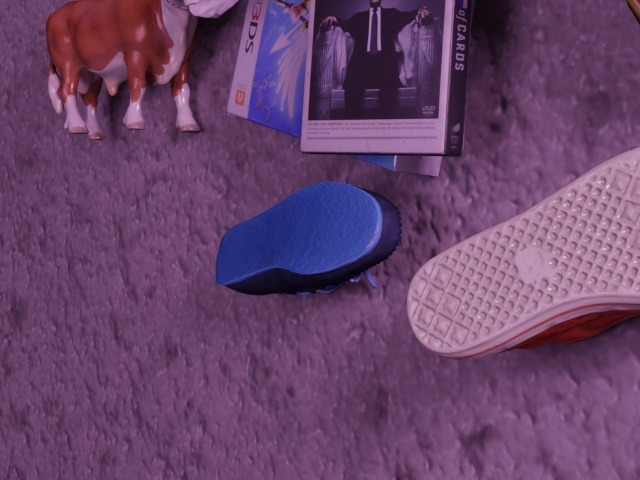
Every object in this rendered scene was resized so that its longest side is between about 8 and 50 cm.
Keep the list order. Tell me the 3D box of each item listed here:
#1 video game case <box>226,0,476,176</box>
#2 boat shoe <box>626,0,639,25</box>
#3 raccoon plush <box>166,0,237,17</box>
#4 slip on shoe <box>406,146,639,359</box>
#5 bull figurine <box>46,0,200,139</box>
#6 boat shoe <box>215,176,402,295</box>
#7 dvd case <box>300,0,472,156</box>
[{"bbox_3d":[0.029,-0.210,1.287,0.269,0.061,0.244,23,106,48],"label":"video game case"},{"bbox_3d":[0.242,-0.259,1.001,0.111,0.104,0.307,-47,54,37],"label":"boat shoe"},{"bbox_3d":[-0.094,-0.478,1.298,0.446,0.216,0.299,-52,39,18],"label":"raccoon plush"},{"bbox_3d":[0.222,0.011,1.015,0.331,0.101,0.123,-24,69,32],"label":"slip on shoe"},{"bbox_3d":[-0.212,-0.216,1.542,0.310,0.101,0.188,0,89,50],"label":"bull figurine"},{"bbox_3d":[0.000,0.000,1.290,0.258,0.089,0.109,-6,69,55],"label":"boat shoe"},{"bbox_3d":[0.058,-0.193,1.183,0.179,0.029,0.239,4,92,47],"label":"dvd case"}]
